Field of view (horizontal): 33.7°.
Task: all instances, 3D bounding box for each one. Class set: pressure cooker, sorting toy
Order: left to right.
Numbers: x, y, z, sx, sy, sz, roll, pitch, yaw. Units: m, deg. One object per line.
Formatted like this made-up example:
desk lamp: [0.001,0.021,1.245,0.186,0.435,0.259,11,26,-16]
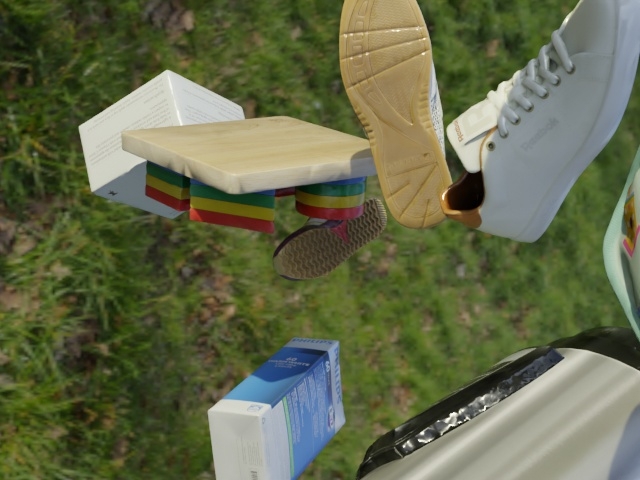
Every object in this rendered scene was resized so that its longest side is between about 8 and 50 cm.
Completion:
sorting toy: [-0.074,-0.080,1.312,0.257,0.255,0.089,-10,111,-37]
pressure cooker: [0.254,0.290,0.980,0.420,0.370,0.375,-31,116,-24]

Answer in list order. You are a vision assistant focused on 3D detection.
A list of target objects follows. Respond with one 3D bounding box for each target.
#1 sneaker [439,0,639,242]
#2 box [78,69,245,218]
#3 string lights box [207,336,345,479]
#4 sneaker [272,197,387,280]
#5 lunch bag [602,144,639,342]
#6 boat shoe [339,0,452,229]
sneaker: [0.192,-0.114,0.970,0.123,0.290,0.106,9,40,-13]
box: [-0.222,-0.135,1.555,0.182,0.181,0.119,21,48,-56]
string lights box: [-0.050,0.238,1.419,0.260,0.077,0.133,-35,123,-62]
sneaker: [0.000,0.000,1.390,0.185,0.084,0.069,-27,106,-33]
lunch bag: [0.242,-0.050,0.509,0.262,0.160,0.223,-50,157,-41]
boat shoe: [0.083,-0.150,1.158,0.096,0.098,0.277,-42,121,-81]
